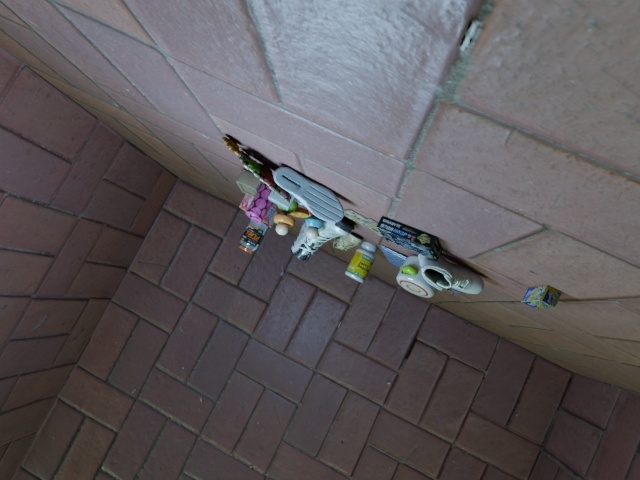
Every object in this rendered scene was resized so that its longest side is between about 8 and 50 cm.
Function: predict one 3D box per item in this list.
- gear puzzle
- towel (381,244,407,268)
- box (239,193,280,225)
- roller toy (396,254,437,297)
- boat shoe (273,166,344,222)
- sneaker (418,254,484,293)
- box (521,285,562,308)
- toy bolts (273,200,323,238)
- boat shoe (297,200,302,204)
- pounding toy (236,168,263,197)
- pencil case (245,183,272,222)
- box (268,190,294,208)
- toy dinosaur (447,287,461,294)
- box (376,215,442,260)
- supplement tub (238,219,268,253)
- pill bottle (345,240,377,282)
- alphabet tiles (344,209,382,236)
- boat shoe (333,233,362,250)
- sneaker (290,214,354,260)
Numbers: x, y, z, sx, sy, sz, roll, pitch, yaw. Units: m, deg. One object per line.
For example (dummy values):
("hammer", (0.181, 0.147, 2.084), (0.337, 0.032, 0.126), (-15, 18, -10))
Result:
("gear puzzle", (-0.235, -0.284, 1.621), (0.339, 0.044, 0.175), (40, -167, -30))
("towel", (0.455, 0.120, 2.273), (0.243, 0.040, 0.336), (26, 172, 23))
("box", (-0.332, -0.191, 2.435), (0.142, 0.154, 0.300), (26, 175, 10))
("roller toy", (0.466, 0.163, 1.993), (0.191, 0.146, 0.209), (29, 163, 5))
("boat shoe", (-0.039, -0.178, 1.593), (0.302, 0.109, 0.094), (37, -172, -9))
("sneaker", (0.509, 0.157, 1.653), (0.292, 0.108, 0.169), (28, -153, -3))
("box", (0.744, 0.193, 1.446), (0.054, 0.059, 0.169), (28, 174, 11))
("toy bolts", (-0.087, -0.083, 1.990), (0.228, 0.159, 0.218), (6, 169, 20))
("boat shoe", (-0.024, -0.157, 1.773), (0.083, 0.065, 0.183), (32, 171, -32))
("pounding toy", (-0.325, -0.274, 2.048), (0.130, 0.100, 0.141), (25, 163, 16))
("pencil case", (-0.260, -0.175, 1.964), (0.095, 0.209, 0.098), (20, 152, 18))
("box", (-0.157, -0.198, 1.832), (0.102, 0.101, 0.087), (29, 174, -3))
("toy dinosaur", (0.739, 0.268, 2.350), (0.082, 0.047, 0.090), (14, -158, 29))
("box", (0.331, -0.006, 1.586), (0.220, 0.051, 0.175), (24, 174, 27))
("supplement tub", (-0.393, -0.025, 2.474), (0.117, 0.190, 0.117), (26, 174, 3))
("pill bottle", (0.229, 0.115, 2.337), (0.117, 0.208, 0.117), (27, 175, 3))
("alphabet tiles", (0.204, -0.071, 1.803), (0.237, 0.009, 0.198), (28, 174, -17))
("boat shoe", (0.142, 0.010, 2.344), (0.109, 0.098, 0.302), (28, 174, -16))
("sneaker", (0.001, 0.000, 2.104), (0.169, 0.258, 0.447), (29, 174, -21))
